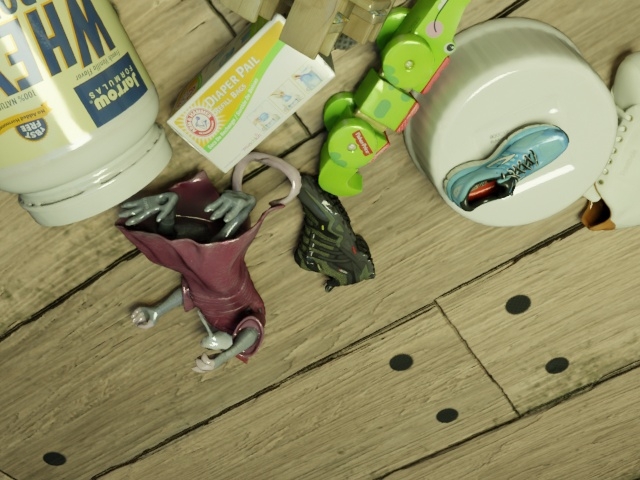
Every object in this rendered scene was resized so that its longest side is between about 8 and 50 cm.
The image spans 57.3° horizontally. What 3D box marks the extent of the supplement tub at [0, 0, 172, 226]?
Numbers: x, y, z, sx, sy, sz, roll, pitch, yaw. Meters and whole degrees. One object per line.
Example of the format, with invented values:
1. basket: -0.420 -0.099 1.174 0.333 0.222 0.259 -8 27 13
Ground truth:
1. supplement tub: -0.338 -0.203 0.684 0.236 0.235 0.324 -18 123 8

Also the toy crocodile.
1. toy crocodile: 0.091 -0.197 0.789 0.105 0.115 0.340 24 122 -21

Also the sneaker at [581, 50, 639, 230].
1. sneaker: 0.435 -0.126 0.862 0.123 0.105 0.290 -15 125 4

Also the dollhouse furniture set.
1. dollhouse furniture set: -0.026 -0.334 0.635 0.242 0.212 0.161 33 121 7

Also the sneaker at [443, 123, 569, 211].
1. sneaker: 0.239 -0.082 0.736 0.162 0.073 0.063 -32 120 17

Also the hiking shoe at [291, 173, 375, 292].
1. hiking shoe: 0.000 0.000 0.932 0.114 0.086 0.226 -27 122 10

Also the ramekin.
1. ramekin: 0.263 -0.152 0.817 0.278 0.135 0.277 -2 124 -2

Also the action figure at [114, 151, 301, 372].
1. action figure: -0.165 0.056 0.942 0.276 0.248 0.370 -44 142 -25

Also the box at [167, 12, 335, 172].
1. box: -0.091 -0.204 0.772 0.203 0.114 0.103 -37 118 21
